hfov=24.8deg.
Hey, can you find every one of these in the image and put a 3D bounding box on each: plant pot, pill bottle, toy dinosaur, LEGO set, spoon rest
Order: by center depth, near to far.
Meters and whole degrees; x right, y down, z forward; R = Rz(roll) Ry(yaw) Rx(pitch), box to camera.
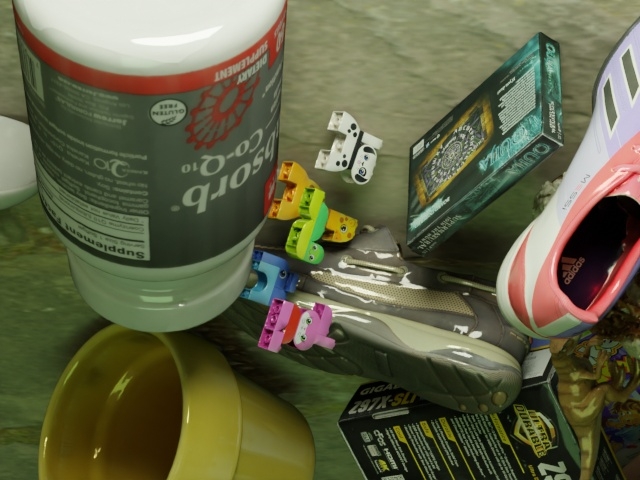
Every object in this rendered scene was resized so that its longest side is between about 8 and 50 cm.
[{"bbox_3d":[-0.137,-0.098,1.218,0.210,0.210,0.363,5,141,0],"label":"pill bottle"},{"bbox_3d":[-0.372,-0.090,1.330,0.276,0.137,0.084,11,123,11],"label":"spoon rest"},{"bbox_3d":[0.000,0.000,1.372,0.093,0.227,0.087,22,174,-34],"label":"LEGO set"},{"bbox_3d":[0.257,0.160,1.404,0.112,0.064,0.212,-27,117,-20],"label":"toy dinosaur"},{"bbox_3d":[-0.143,0.235,1.610,0.254,0.254,0.239,-30,144,34],"label":"plant pot"}]

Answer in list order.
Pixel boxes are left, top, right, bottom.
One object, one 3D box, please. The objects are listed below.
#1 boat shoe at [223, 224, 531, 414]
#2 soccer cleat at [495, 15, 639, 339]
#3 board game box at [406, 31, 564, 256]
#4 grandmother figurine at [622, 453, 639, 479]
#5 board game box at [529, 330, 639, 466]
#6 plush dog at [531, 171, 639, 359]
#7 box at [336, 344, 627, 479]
[{"bbox_3d":[0.045,0.060,1.459,0.355,0.130,0.132,20,151,15],"label":"boat shoe"},{"bbox_3d":[0.253,-0.061,1.161,0.108,0.318,0.116,33,172,-11],"label":"soccer cleat"},{"bbox_3d":[0.141,-0.082,1.275,0.026,0.126,0.186,26,136,-23],"label":"board game box"},{"bbox_3d":[0.323,0.334,1.623,0.208,0.104,0.342,46,130,17],"label":"grandmother figurine"},{"bbox_3d":[0.253,0.175,1.610,0.233,0.078,0.347,32,133,-29],"label":"board game box"},{"bbox_3d":[0.321,0.050,1.295,0.262,0.225,0.211,0,106,8],"label":"plush dog"},{"bbox_3d":[0.198,0.281,1.544,0.257,0.079,0.322,-17,110,31],"label":"box"}]
